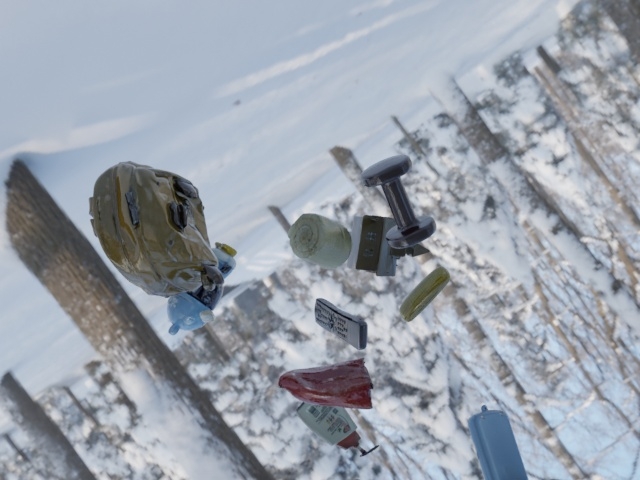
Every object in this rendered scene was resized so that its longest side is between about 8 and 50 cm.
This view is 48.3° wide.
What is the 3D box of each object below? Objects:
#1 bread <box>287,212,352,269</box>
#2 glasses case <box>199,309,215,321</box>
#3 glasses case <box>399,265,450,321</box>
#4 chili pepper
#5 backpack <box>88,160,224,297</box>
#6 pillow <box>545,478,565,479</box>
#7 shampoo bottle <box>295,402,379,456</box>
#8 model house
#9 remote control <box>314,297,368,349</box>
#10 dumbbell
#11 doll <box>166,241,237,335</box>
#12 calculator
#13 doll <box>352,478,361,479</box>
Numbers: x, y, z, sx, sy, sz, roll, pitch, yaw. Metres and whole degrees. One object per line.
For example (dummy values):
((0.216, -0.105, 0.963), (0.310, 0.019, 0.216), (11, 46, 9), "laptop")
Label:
((0.000, 0.000, 2.081), (0.141, 0.148, 0.134), (22, 115, -47), "bread")
((-0.284, 0.191, 1.798), (0.032, 0.021, 0.083), (-11, 163, -4), "glasses case")
((0.360, 0.185, 2.483), (0.234, 0.064, 0.079), (-50, -143, 20), "glasses case")
((0.016, 0.382, 1.856), (0.252, 0.144, 0.136), (-1, 149, -13), "chili pepper")
((-0.389, -0.025, 1.721), (0.201, 0.354, 0.378), (-22, 169, 16), "backpack")
((0.691, 0.707, 2.019), (0.150, 0.048, 0.090), (-4, -165, 31), "pillow")
((0.060, 0.608, 2.350), (0.153, 0.284, 0.071), (-44, 175, -19), "shampoo bottle")
((0.214, 0.018, 2.200), (0.247, 0.181, 0.176), (8, -177, -13), "model house")
((0.036, 0.157, 1.370), (0.028, 0.059, 0.212), (-5, -169, -22), "remote control")
((0.203, -0.101, 1.854), (0.140, 0.226, 0.124), (-24, -164, -4), "dumbbell")
((-0.365, 0.149, 2.154), (0.177, 0.141, 0.314), (8, -116, 55), "doll")
((0.388, 0.462, 1.555), (0.121, 0.210, 0.039), (4, 152, -40), "calculator")
((0.057, 0.521, 1.166), (0.166, 0.162, 0.270), (-41, 145, -25), "doll")
